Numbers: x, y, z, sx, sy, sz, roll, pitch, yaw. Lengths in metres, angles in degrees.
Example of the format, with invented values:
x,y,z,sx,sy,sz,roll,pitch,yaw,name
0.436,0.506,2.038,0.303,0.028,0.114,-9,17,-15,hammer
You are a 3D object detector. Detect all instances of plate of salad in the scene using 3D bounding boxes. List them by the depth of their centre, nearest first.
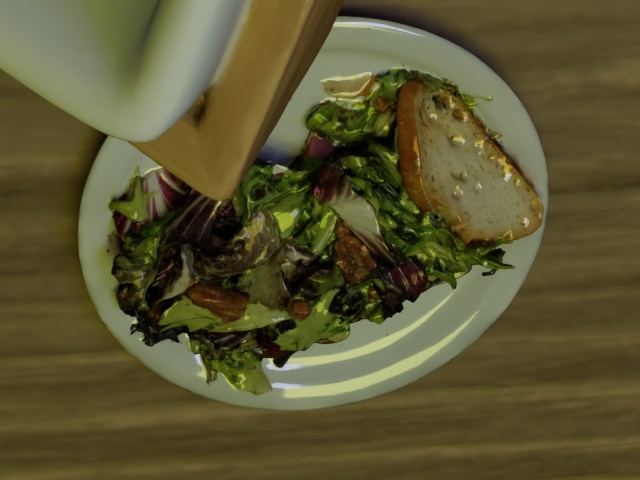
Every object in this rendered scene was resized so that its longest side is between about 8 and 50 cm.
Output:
x,y,z,sx,sy,sz,roll,pitch,yaw,name
0.000,0.000,0.758,0.199,0.048,0.200,-6,127,-8,plate of salad

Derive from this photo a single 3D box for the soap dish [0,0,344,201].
x,y,z,sx,sy,sz,roll,pitch,yaw,name
-0.082,-0.184,0.490,0.291,0.118,0.229,35,121,19,soap dish
